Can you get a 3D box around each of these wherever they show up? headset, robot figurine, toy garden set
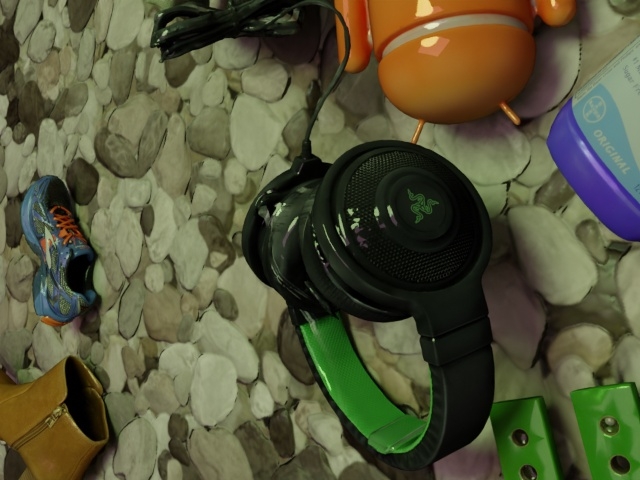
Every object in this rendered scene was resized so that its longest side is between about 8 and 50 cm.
[{"bbox_3d":[0.000,0.000,0.519,0.243,0.185,0.393,-2,103,64],"label":"headset"},{"bbox_3d":[0.099,-0.189,0.518,0.128,0.158,0.219,155,110,-71],"label":"robot figurine"},{"bbox_3d":[0.256,0.192,0.434,0.244,0.049,0.203,-20,75,37],"label":"toy garden set"}]

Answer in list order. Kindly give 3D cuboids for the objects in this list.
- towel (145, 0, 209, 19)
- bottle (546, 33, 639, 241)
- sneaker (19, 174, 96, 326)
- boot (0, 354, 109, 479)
[{"bbox_3d":[-0.062,-0.347,0.590,0.324,0.056,0.312,-64,14,15],"label":"towel"},{"bbox_3d":[0.260,-0.110,0.356,0.118,0.092,0.283,56,141,11],"label":"bottle"},{"bbox_3d":[-0.368,0.010,0.942,0.087,0.083,0.221,-15,85,25],"label":"sneaker"},{"bbox_3d":[-0.424,0.234,0.968,0.295,0.104,0.211,49,113,23],"label":"boot"}]
